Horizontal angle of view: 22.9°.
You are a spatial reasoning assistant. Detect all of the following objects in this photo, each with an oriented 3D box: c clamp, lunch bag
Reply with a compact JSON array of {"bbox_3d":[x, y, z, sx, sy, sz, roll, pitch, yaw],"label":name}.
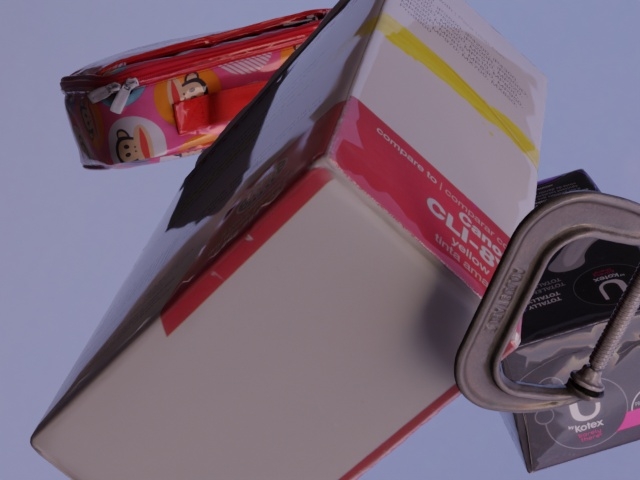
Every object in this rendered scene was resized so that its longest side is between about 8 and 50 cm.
[{"bbox_3d":[0.147,0.033,0.832,0.160,0.137,0.022,-62,-149,24],"label":"c clamp"},{"bbox_3d":[-0.096,-0.147,1.560,0.258,0.293,0.120,11,-64,67],"label":"lunch bag"}]

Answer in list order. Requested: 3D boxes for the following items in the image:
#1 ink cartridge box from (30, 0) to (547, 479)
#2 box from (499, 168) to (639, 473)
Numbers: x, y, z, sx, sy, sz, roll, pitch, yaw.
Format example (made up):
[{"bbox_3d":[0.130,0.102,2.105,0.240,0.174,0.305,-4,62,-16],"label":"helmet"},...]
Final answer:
[{"bbox_3d":[0.000,0.000,1.060,0.279,0.160,0.384,-44,-167,27],"label":"ink cartridge box"},{"bbox_3d":[0.221,0.068,1.472,0.165,0.143,0.270,-17,-152,-1],"label":"box"}]
